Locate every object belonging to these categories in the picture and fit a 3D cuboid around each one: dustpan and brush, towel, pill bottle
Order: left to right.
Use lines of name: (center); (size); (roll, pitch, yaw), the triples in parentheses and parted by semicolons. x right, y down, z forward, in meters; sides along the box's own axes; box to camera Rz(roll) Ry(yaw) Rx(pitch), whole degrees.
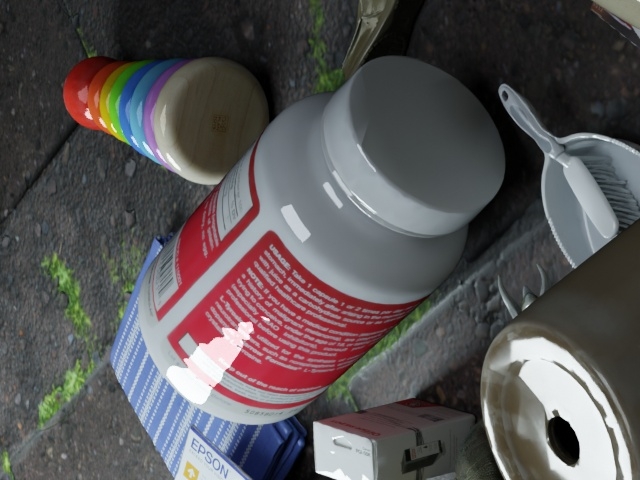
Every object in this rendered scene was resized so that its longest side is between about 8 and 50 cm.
towel: (-0.141, 0.185, 2.309); (0.336, 0.040, 0.243); (55, 138, 31)
pill bottle: (0.000, 0.000, 1.928); (0.408, 0.229, 0.229); (-45, 62, 46)
dustpan and brush: (0.233, -0.063, 1.754); (0.211, 0.060, 0.147); (59, 137, 26)

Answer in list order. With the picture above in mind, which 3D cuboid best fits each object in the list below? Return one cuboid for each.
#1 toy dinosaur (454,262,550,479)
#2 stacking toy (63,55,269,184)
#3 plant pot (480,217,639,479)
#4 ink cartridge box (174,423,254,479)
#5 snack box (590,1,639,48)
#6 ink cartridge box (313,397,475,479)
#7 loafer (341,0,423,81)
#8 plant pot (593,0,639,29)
toy dinosaur: (0.183, 0.195, 1.774); (0.160, 0.121, 0.314); (-105, 32, -54)
stacking toy: (-0.199, -0.152, 2.244); (0.330, 0.141, 0.141); (15, 108, 55)
plant pot: (0.290, 0.111, 1.493); (0.323, 0.280, 0.323); (37, 138, 44)
ink cartridge box: (-0.062, 0.417, 2.190); (0.324, 0.071, 0.330); (39, 124, 31)
snack box: (0.305, -0.182, 1.670); (0.178, 0.022, 0.064); (46, 129, 37)
ink cartridge box: (0.074, 0.204, 1.948); (0.099, 0.135, 0.056); (12, 107, 51)
loafer: (0.061, -0.218, 1.952); (0.050, 0.056, 0.148); (49, 122, 36)
plant pot: (0.335, -0.224, 1.472); (0.274, 0.256, 0.256); (46, 132, 13)
